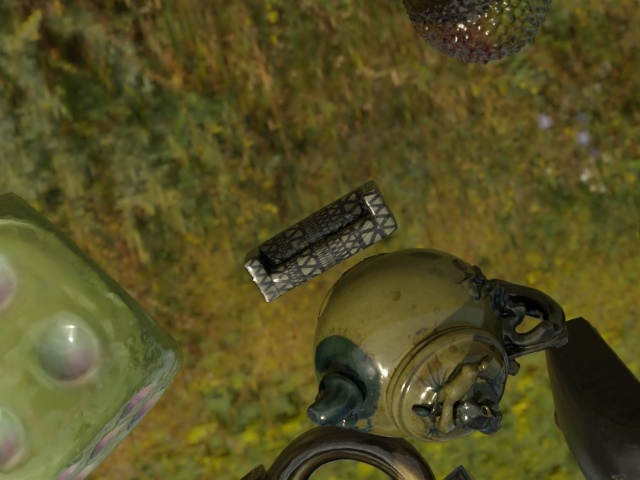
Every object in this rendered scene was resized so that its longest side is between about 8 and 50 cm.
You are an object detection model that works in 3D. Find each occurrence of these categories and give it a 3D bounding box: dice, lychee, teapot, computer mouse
[{"bbox_3d":[-0.306,0.122,1.455,0.250,0.252,0.254,-46,175,-8],"label":"dice"},{"bbox_3d":[0.160,-0.254,1.417,0.171,0.171,0.171,-16,165,-4],"label":"lychee"},{"bbox_3d":[0.102,0.101,1.230,0.270,0.182,0.173,-13,124,-23],"label":"teapot"},{"bbox_3d":[0.313,0.212,1.509,0.100,0.269,0.170,-29,125,-2],"label":"computer mouse"}]

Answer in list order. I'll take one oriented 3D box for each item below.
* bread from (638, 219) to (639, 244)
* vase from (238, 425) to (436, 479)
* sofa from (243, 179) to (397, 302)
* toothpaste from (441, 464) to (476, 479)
[{"bbox_3d":[0.383,0.027,1.396,0.147,0.260,0.160,-21,137,19],"label":"bread"},{"bbox_3d":[-0.002,0.339,1.549,0.329,0.302,0.241,-58,177,14],"label":"vase"},{"bbox_3d":[0.000,0.000,1.105,0.118,0.039,0.060,-30,-170,5],"label":"sofa"},{"bbox_3d":[0.205,0.383,1.846,0.070,0.193,0.044,-39,134,6],"label":"toothpaste"}]
